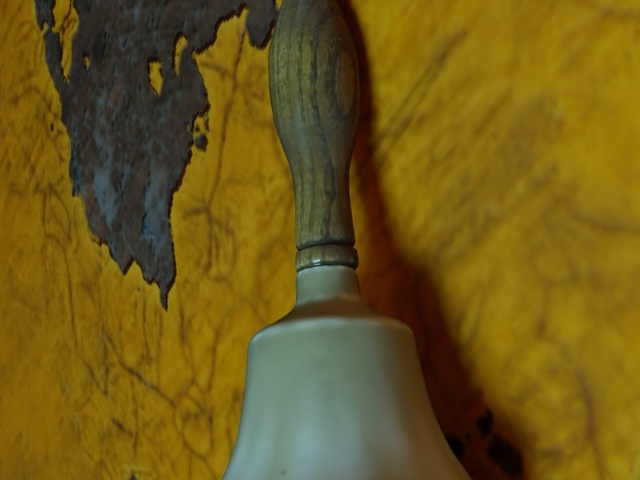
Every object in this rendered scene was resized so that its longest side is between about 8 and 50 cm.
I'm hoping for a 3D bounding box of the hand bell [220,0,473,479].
[{"bbox_3d":[0.000,0.000,0.468,0.126,0.126,0.242,-29,61,53],"label":"hand bell"}]
